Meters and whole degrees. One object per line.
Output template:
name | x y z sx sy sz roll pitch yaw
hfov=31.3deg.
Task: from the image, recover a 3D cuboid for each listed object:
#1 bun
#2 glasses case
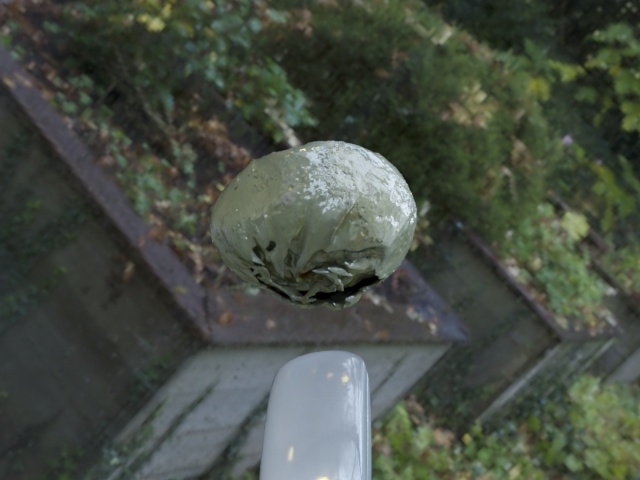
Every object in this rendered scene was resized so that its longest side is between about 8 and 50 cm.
bun | 0.000 0.000 1.416 0.259 0.259 0.152 31 41 -41
glasses case | -0.002 0.140 0.817 0.193 0.074 0.049 -86 166 -64
